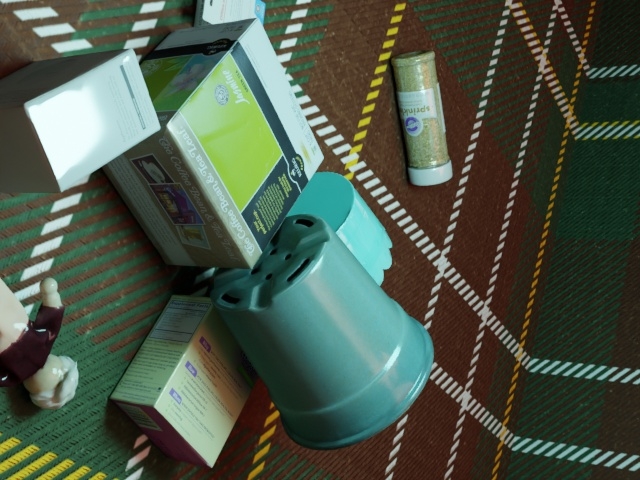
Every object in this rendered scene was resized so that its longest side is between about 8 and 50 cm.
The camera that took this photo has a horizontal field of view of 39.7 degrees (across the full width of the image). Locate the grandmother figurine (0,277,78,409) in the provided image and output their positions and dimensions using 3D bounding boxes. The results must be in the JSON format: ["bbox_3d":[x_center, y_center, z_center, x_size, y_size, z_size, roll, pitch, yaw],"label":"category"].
[{"bbox_3d":[-0.478,0.140,1.352,0.208,0.104,0.342,-40,132,-15],"label":"grandmother figurine"}]

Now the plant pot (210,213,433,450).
[{"bbox_3d":[-0.013,0.151,1.661,0.334,0.341,0.341,56,47,-29],"label":"plant pot"}]

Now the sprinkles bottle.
[{"bbox_3d":[0.277,-0.333,2.419,0.121,0.121,0.355,-34,119,-50],"label":"sprinkles bottle"}]

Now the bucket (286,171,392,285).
[{"bbox_3d":[0.000,0.000,1.901,0.183,0.281,0.281,56,48,-39],"label":"bucket"}]

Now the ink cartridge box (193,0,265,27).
[{"bbox_3d":[-0.192,-0.454,1.768,0.181,0.061,0.104,16,78,-56],"label":"ink cartridge box"}]

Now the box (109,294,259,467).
[{"bbox_3d":[-0.244,0.264,1.679,0.213,0.117,0.243,58,47,-40],"label":"box"}]

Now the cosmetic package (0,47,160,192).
[{"bbox_3d":[-0.406,-0.175,1.318,0.225,0.224,0.138,-43,126,-46],"label":"cosmetic package"}]

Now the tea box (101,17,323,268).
[{"bbox_3d":[-0.201,-0.173,1.627,0.323,0.220,0.329,-59,136,-37],"label":"tea box"}]
